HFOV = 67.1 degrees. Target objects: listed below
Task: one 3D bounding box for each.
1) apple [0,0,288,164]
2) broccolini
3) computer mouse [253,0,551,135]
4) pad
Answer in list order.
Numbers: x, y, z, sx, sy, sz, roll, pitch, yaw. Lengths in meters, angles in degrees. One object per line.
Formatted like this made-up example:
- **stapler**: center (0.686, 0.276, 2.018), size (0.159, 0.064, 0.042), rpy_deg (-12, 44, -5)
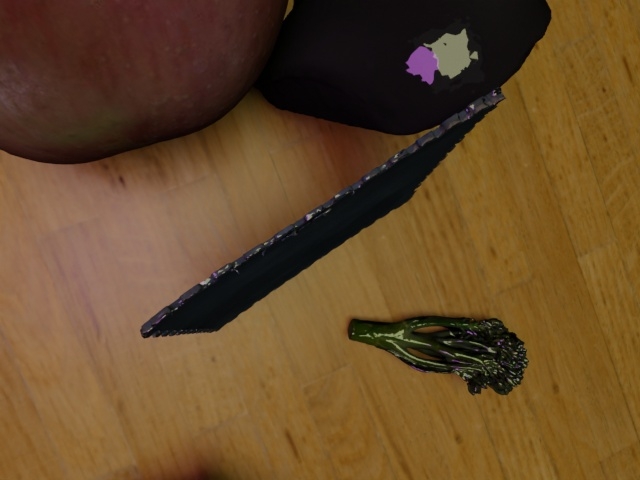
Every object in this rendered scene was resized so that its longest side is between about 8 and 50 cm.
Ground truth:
- **apple**: center (-0.159, -0.198, 0.366), size (0.305, 0.306, 0.235), rpy_deg (-25, 132, -10)
- **broccolini**: center (0.131, 0.117, 0.546), size (0.202, 0.068, 0.091), rpy_deg (13, 75, 4)
- **computer mouse**: center (0.044, -0.184, 0.410), size (0.170, 0.269, 0.100), rpy_deg (-45, 127, -15)
- **pad**: center (0.000, 0.000, 0.403), size (0.269, 0.269, 0.012), rpy_deg (-33, 84, -11)
